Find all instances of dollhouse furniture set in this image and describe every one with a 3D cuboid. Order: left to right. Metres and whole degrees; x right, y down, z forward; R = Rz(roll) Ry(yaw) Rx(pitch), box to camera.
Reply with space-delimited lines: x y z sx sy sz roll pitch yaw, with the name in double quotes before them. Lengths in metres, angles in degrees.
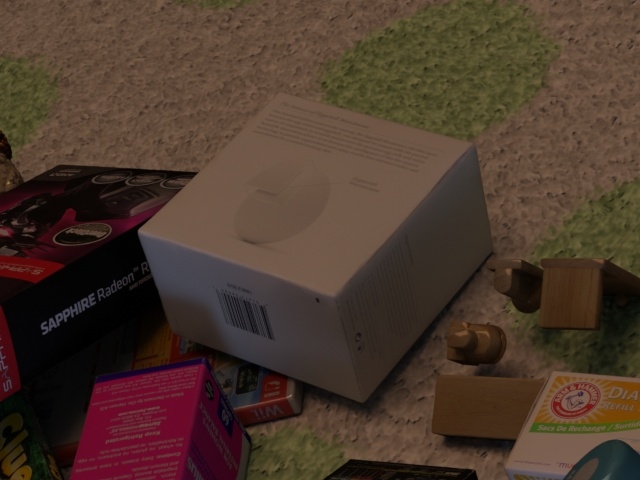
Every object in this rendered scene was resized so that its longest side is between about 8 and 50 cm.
"dollhouse furniture set" 0.192 0.100 1.648 0.144 0.123 0.151 0 79 31

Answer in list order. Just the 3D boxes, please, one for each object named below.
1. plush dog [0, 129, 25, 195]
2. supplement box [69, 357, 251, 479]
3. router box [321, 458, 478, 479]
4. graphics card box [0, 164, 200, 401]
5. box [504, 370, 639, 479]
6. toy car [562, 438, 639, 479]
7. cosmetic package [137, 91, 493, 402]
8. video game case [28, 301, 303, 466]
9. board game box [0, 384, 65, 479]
"plush dog" -0.422 -0.023 2.071 0.225 0.210 0.262 -11 65 -3
"supplement box" -0.140 0.219 1.626 0.114 0.111 0.220 -11 40 18
"router box" 0.054 0.212 1.551 0.122 0.038 0.092 1 15 32
"graphics card box" -0.278 0.032 1.852 0.233 0.094 0.371 4 23 37
"box" 0.257 0.177 1.442 0.203 0.114 0.103 2 44 34
"toy car" 0.192 0.302 1.291 0.238 0.219 0.210 -45 10 29
"cosmetic package" 0.000 0.000 1.758 0.224 0.138 0.224 18 50 33
"video game case" -0.148 0.115 1.832 0.285 0.025 0.204 -14 37 16
"board game box" -0.296 0.226 1.749 0.136 0.030 0.259 -42 36 5
